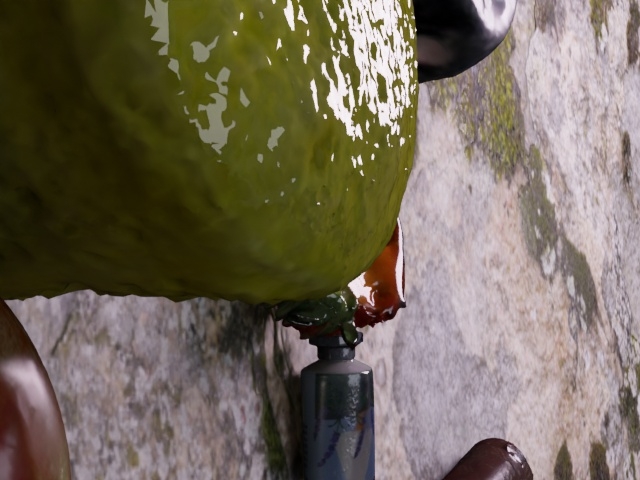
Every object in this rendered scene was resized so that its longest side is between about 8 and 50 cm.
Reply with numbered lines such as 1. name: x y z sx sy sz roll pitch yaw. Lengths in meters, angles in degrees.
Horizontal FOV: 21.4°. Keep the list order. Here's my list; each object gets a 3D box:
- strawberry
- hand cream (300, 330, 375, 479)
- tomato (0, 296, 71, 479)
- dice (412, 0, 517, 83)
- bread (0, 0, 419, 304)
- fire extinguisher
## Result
1. strawberry: -0.001 0.002 1.326 0.140 0.085 0.192 0 64 -47
2. hand cream: 0.016 0.208 1.364 0.091 0.058 0.271 -6 96 -59
3. tomato: -0.240 0.122 0.715 0.270 0.222 0.270 -13 90 -70
4. dice: 0.053 -0.241 1.361 0.183 0.182 0.181 52 41 -48
5. bread: -0.122 -0.120 0.884 0.348 0.307 0.348 35 49 -54
6. fire extinguisher: 0.124 0.260 1.513 0.267 0.089 0.072 -33 130 -59
